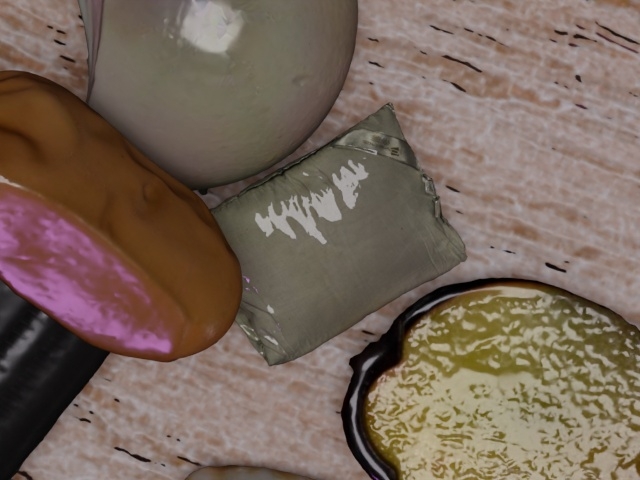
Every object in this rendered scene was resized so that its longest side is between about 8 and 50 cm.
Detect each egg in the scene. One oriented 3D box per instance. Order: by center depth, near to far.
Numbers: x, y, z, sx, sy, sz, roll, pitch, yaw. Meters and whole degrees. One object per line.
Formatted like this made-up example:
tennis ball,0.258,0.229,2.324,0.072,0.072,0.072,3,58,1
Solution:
egg,-0.077,-0.161,1.160,0.206,0.162,0.271,-5,96,1

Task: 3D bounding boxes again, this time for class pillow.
pillow,0.000,0.000,1.217,0.181,0.078,0.134,-29,102,1

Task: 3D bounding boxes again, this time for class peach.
peach,0.155,0.126,1.238,0.279,0.068,0.189,13,87,0

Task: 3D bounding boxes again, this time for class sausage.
sausage,-0.152,-0.012,1.108,0.120,0.136,0.241,-36,114,27

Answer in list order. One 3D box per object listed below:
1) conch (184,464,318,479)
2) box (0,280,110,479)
conch,-0.030,0.224,1.249,0.176,0.094,0.104,30,109,23
box,-0.287,0.032,1.200,0.289,0.073,0.290,39,93,-18
